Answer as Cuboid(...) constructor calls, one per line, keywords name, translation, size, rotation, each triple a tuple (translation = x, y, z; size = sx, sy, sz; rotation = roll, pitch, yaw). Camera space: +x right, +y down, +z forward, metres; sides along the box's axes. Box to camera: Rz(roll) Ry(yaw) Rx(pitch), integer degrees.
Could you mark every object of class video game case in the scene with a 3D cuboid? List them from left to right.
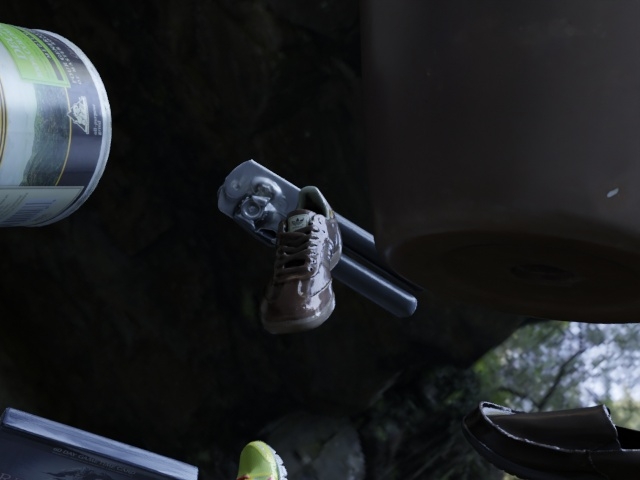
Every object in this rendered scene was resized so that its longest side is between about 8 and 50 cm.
Cuboid(name="video game case", translation=(-0.273, 0.278, 0.994), size=(0.196, 0.026, 0.274), rotation=(24, -51, -22))

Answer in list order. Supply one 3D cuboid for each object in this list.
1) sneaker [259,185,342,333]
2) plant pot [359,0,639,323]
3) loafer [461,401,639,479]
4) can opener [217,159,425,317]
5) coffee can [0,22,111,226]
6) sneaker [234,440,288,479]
Cuboid(name="sneaker", translation=(-0.022, 0.014, 0.853), size=(0.188, 0.066, 0.071), rotation=(-76, 154, -66))
Cuboid(name="plant pot", translation=(0.117, -0.088, 0.457), size=(0.263, 0.229, 0.263), rotation=(10, -16, 3))
Cuboid(name="loafer", translation=(0.241, 0.181, 0.907), size=(0.220, 0.080, 0.078), rotation=(14, -74, 2))
Cuboid(name="can opener", translation=(0.000, 0.000, 1.222), size=(0.283, 0.076, 0.095), rotation=(32, -10, -2))
Cuboid(name="coffee can", translation=(-0.348, -0.106, 0.870), size=(0.201, 0.201, 0.275), rotation=(48, 19, 13))
Cuboid(name="sneaker", translation=(-0.100, 0.342, 1.224), size=(0.094, 0.208, 0.081), rotation=(23, -41, -25))
